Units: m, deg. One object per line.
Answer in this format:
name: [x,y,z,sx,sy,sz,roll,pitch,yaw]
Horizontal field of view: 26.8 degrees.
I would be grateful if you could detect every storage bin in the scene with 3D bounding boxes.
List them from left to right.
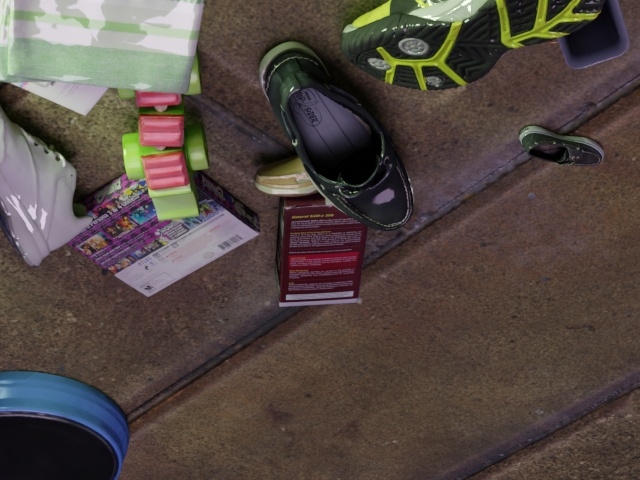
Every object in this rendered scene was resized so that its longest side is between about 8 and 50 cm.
storage bin: [0.330,-0.301,1.719,0.098,0.091,0.135,-18,138,14]

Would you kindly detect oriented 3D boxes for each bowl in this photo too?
bowl: [-0.542,0.377,2.425,0.391,0.077,0.391,-4,140,-3]

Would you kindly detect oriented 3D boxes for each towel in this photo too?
towel: [-0.245,-0.328,1.560,0.247,0.038,0.325,2,119,-22]

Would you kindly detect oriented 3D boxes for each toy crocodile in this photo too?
toy crocodile: [-0.212,-0.156,1.791,0.115,0.105,0.341,-4,131,-3]

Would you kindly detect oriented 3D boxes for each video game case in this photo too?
video game case: [-0.244,-0.022,2.013,0.232,0.042,0.210,-29,135,25]

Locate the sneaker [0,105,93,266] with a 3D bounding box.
sneaker: [-0.415,-0.104,1.864,0.129,0.111,0.297,-31,134,-15]

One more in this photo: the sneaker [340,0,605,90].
sneaker: [0.190,-0.301,1.677,0.384,0.147,0.145,-14,146,38]

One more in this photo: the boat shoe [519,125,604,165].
boat shoe: [0.355,-0.129,1.967,0.142,0.040,0.049,13,136,-21]

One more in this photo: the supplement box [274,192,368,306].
supplement box: [0.000,0.000,2.048,0.130,0.073,0.239,-3,141,-8]

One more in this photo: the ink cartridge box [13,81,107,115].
ink cartridge box: [-0.361,-0.250,1.669,0.198,0.115,0.067,24,132,-30]

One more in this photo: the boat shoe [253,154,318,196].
boat shoe: [-0.004,-0.114,1.929,0.190,0.068,0.072,-10,129,-11]

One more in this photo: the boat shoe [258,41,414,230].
boat shoe: [0.038,-0.118,1.831,0.127,0.113,0.340,-31,124,2]
